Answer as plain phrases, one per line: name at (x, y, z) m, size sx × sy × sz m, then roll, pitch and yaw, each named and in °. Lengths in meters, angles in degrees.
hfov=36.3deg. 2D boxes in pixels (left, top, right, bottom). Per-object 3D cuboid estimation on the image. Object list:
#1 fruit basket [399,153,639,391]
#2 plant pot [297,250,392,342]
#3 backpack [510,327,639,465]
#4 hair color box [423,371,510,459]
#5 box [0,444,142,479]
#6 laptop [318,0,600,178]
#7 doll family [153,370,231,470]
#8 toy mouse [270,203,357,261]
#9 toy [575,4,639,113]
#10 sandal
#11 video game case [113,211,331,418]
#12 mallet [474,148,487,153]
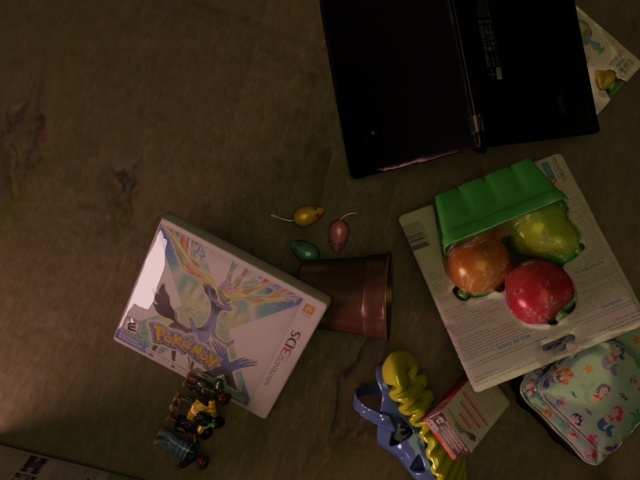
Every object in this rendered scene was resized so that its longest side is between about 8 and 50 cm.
fruit basket at (0.354, 0.052, 1.744) m, size 0.327 × 0.165 × 0.353 m, roll -23°, pitch 76°, yaw 0°
plant pot at (0.045, 0.101, 1.789) m, size 0.165 × 0.167 × 0.167 m, roll 1°, pitch 90°, yaw 9°
backpack at (0.501, 0.249, 1.769) m, size 0.253 × 0.191 × 0.225 m, roll -44°, pitch 91°, yaw -6°
hair color box at (0.268, 0.311, 1.780) m, size 0.053 × 0.167 × 0.093 m, roll -36°, pitch 89°, yaw 42°
box at (-0.497, 0.469, 1.747) m, size 0.322 × 0.232 × 0.058 m, roll 13°, pitch 105°, yaw 1°
laptop at (0.252, -0.342, 1.818) m, size 0.408 × 0.236 × 0.381 m, roll -9°, pitch 87°, yaw -22°
doll family at (-0.232, 0.342, 1.818) m, size 0.111 × 0.076 × 0.193 m, roll 27°, pitch 116°, yaw 3°
toy mouse at (0.000, 0.000, 1.844) m, size 0.161 × 0.031 × 0.143 m, roll -15°, pitch 90°, yaw 0°
toy at (0.464, -0.353, 1.829) m, size 0.237 × 0.056 × 0.137 m, roll 42°, pitch 90°, yaw 7°
sandal at (0.165, 0.357, 1.812) m, size 0.138 × 0.126 × 0.317 m, roll -23°, pitch 95°, yaw 31°
video game case at (-0.185, 0.143, 1.772) m, size 0.329 × 0.036 × 0.300 m, roll 28°, pitch 121°, yaw 1°
mallet at (0.308, -0.259, 1.845) m, size 0.062 × 0.039 × 0.189 m, roll 16°, pitch 85°, yaw 3°
